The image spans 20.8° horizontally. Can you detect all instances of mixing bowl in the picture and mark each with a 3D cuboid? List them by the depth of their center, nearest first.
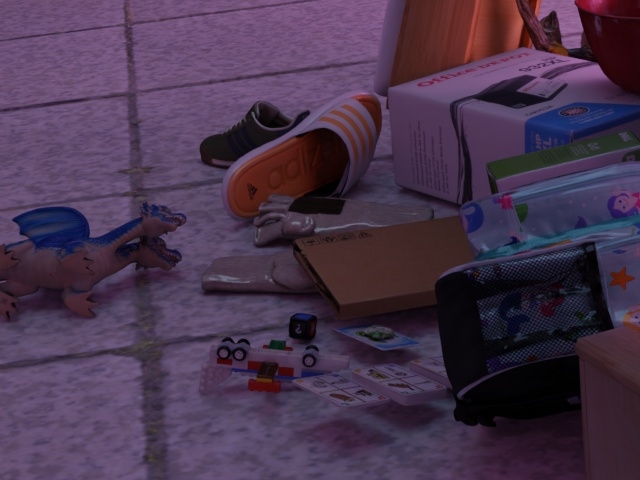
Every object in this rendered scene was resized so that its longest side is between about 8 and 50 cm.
[{"bbox_3d":[0.365,-0.215,1.877,0.181,0.098,0.181,-3,20,1],"label":"mixing bowl"}]

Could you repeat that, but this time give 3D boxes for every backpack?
[{"bbox_3d":[0.229,0.042,1.373,0.254,0.191,0.225,-8,-11,14],"label":"backpack"}]

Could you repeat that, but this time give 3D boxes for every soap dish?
[{"bbox_3d":[0.184,-0.273,2.196,0.118,0.228,0.291,15,11,24],"label":"soap dish"}]

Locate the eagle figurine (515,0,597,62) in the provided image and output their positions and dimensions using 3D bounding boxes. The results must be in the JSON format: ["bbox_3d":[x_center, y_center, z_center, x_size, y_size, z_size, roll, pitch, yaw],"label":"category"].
[{"bbox_3d":[0.419,-0.234,2.140,0.298,0.226,0.225,-17,54,18],"label":"eagle figurine"}]

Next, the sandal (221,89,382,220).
[{"bbox_3d":[0.000,-0.087,2.031,0.076,0.102,0.265,15,37,42],"label":"sandal"}]

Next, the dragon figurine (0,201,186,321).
[{"bbox_3d":[-0.285,0.018,1.828,0.289,0.085,0.144,-3,20,9],"label":"dragon figurine"}]

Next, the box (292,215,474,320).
[{"bbox_3d":[0.090,0.023,1.704,0.201,0.021,0.164,-8,24,-14],"label":"box"}]

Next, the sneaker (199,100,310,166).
[{"bbox_3d":[-0.076,-0.136,2.190,0.192,0.086,0.064,10,25,38],"label":"sneaker"}]

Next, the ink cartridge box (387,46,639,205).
[{"bbox_3d":[0.257,-0.117,1.969,0.223,0.129,0.307,-20,24,-32],"label":"ink cartridge box"}]

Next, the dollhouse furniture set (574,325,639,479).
[{"bbox_3d":[0.368,0.128,1.189,0.356,0.173,0.303,-13,21,-18],"label":"dollhouse furniture set"}]

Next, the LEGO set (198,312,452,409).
[{"bbox_3d":[0.015,0.119,1.549,0.182,0.060,0.244,-6,17,-37],"label":"LEGO set"}]

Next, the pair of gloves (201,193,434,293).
[{"bbox_3d":[0.000,0.000,1.855,0.204,0.042,0.240,2,22,21],"label":"pair of gloves"}]

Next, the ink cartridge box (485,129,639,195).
[{"bbox_3d":[0.281,-0.044,1.757,0.209,0.109,0.062,-14,19,0],"label":"ink cartridge box"}]
